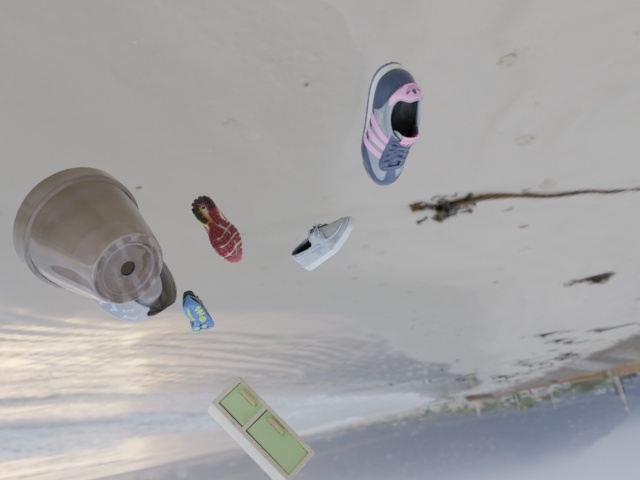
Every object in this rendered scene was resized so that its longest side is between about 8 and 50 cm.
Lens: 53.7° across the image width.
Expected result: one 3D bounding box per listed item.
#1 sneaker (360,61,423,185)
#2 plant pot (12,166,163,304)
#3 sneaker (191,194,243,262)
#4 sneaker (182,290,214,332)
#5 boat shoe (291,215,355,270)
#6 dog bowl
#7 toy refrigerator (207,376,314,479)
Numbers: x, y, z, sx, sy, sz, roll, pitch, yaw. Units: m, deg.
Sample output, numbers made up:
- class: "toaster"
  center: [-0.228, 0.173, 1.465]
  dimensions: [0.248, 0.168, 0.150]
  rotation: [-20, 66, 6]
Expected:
- class: "sneaker"
  center: [0.165, -0.228, 1.419]
  dimensions: [0.112, 0.131, 0.319]
  rotation: [-19, 138, -15]
- class: "plant pot"
  center: [-0.546, 0.012, 1.572]
  dimensions: [0.280, 0.323, 0.323]
  rotation: [28, -169, 37]
- class: "sneaker"
  center: [-0.287, -0.030, 1.836]
  dimensions: [0.088, 0.225, 0.093]
  rotation: [-32, 160, -2]
- class: "sneaker"
  center: [-0.338, 0.196, 1.739]
  dimensions: [0.067, 0.078, 0.188]
  rotation: [-16, 148, -5]
- class: "boat shoe"
  center: [0.000, 0.000, 1.646]
  dimensions: [0.081, 0.079, 0.227]
  rotation: [32, 134, -17]
- class: "dog bowl"
  center: [-0.606, 0.103, 1.943]
  dimensions: [0.102, 0.349, 0.349]
  rotation: [-40, 156, 14]
- class: "toy refrigerator"
  center: [-0.150, 0.479, 1.587]
  dimensions: [0.102, 0.269, 0.094]
  rotation: [-40, 167, -32]
